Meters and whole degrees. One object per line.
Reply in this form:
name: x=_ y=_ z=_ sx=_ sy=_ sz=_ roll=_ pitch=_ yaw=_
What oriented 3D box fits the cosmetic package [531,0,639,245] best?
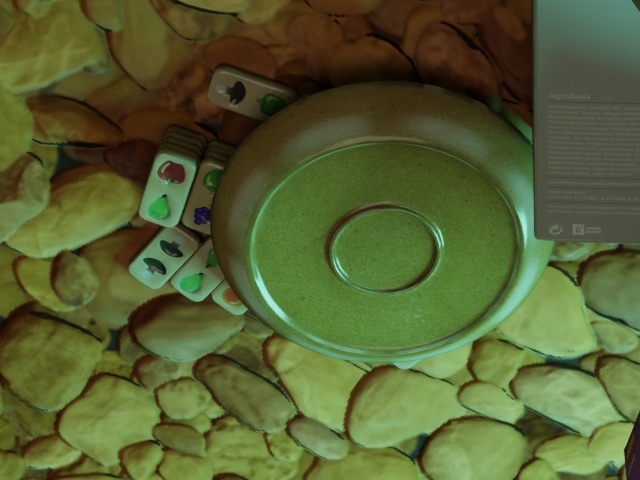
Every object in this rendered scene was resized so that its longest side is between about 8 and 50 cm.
cosmetic package: x=0.176 y=-0.127 z=1.070 sx=0.107 sy=0.127 sz=0.238 roll=4 pitch=127 yaw=8

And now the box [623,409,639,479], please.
box: x=0.345 y=0.094 z=1.042 sx=0.293 sy=0.057 sz=0.201 roll=12 pitch=124 yaw=-2

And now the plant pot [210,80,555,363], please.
plant pot: x=0.043 y=0.000 z=1.209 sx=0.236 sy=0.032 sz=0.236 roll=0 pitch=128 yaw=-1

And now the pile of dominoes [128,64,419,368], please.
pile of dominoes: x=0.000 y=0.000 z=1.237 sx=0.251 sy=0.040 sz=0.196 roll=19 pitch=125 yaw=-4

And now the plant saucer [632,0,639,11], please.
plant saucer: x=0.216 y=-0.207 z=0.936 sx=0.041 sy=0.278 sz=0.278 roll=-8 pitch=127 yaw=45
